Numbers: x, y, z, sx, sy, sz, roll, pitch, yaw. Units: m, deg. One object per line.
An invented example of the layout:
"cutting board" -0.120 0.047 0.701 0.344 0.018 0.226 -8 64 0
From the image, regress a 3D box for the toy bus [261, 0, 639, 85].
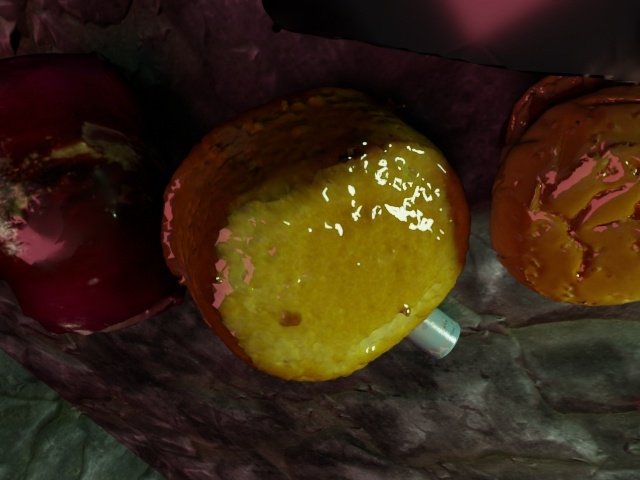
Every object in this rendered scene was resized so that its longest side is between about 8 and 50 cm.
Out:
"toy bus" 0.152 -0.249 0.379 0.385 0.162 0.171 16 135 13

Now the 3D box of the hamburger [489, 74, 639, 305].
"hamburger" 0.295 -0.059 0.473 0.244 0.163 0.245 14 131 17

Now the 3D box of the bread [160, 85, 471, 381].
"bread" -0.002 0.002 0.557 0.358 0.204 0.337 -28 115 -5

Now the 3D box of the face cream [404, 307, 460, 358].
"face cream" 0.118 0.102 0.755 0.229 0.075 0.075 35 134 -7

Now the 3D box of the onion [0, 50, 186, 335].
"onion" -0.401 -0.037 0.646 0.419 0.398 0.399 -18 125 -4
